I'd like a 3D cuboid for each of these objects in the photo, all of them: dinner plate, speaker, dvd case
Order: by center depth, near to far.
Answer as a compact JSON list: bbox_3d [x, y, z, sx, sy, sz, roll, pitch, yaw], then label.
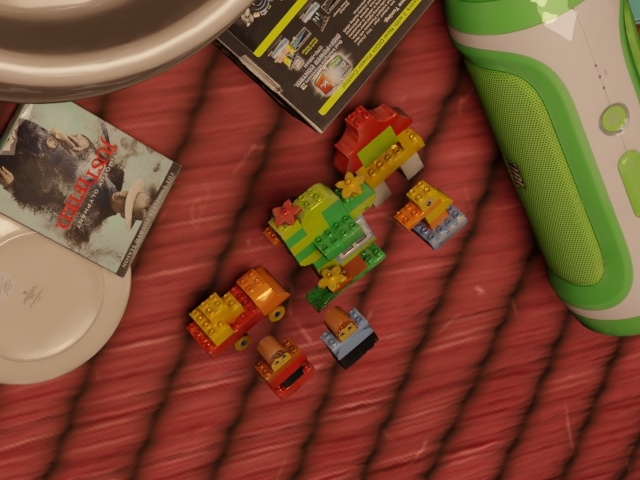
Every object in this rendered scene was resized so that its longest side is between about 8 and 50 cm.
[{"bbox_3d":[-0.158,-0.039,1.075,0.119,0.013,0.087,32,82,-33],"label":"dvd case"},{"bbox_3d":[-0.191,0.034,1.098,0.141,0.017,0.141,-9,113,-22],"label":"dinner plate"},{"bbox_3d":[0.186,-0.076,1.170,0.131,0.131,0.296,-33,122,-11],"label":"speaker"}]

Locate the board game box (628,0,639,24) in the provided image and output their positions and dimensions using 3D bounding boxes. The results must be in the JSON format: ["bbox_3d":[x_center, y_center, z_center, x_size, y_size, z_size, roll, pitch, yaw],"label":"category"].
[{"bbox_3d":[0.291,-0.329,1.077,0.253,0.079,0.336,-10,121,16],"label":"board game box"}]

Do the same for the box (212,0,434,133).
[{"bbox_3d":[0.007,-0.238,1.057,0.216,0.060,0.270,39,91,-33],"label":"box"}]

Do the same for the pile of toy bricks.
[{"bbox_3d":[0.000,0.000,1.109,0.212,0.118,0.105,-41,142,-7],"label":"pile of toy bricks"}]

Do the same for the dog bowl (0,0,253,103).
[{"bbox_3d":[-0.152,-0.242,0.905,0.348,0.102,0.349,-3,103,-13],"label":"dog bowl"}]
